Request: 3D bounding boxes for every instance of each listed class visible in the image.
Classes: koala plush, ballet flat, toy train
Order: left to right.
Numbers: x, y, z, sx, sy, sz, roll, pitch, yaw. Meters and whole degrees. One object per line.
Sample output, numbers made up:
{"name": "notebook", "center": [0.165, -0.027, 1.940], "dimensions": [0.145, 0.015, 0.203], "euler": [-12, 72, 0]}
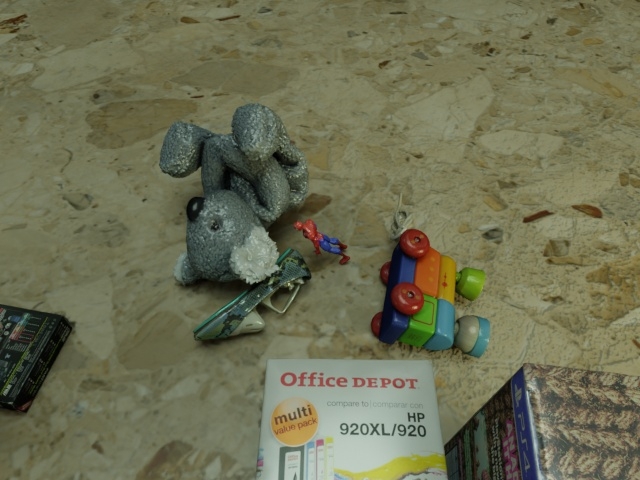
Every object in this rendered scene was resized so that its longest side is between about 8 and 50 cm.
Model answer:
{"name": "koala plush", "center": [-0.119, -0.038, 0.678], "dimensions": [0.196, 0.203, 0.221], "euler": [-6, 61, 31]}
{"name": "ballet flat", "center": [-0.083, 0.086, 0.653], "dimensions": [0.070, 0.070, 0.188], "euler": [38, 64, 23]}
{"name": "toy train", "center": [0.166, 0.039, 0.678], "dimensions": [0.143, 0.105, 0.248], "euler": [18, 54, -2]}

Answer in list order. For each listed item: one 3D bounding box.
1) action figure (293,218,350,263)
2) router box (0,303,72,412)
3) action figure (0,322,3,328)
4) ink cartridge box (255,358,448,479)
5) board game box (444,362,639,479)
{"name": "action figure", "center": [0.000, 0.000, 0.693], "dimensions": [0.030, 0.115, 0.038], "euler": [-24, 52, 25]}
{"name": "router box", "center": [-0.391, 0.146, 0.605], "dimensions": [0.092, 0.038, 0.122], "euler": [10, 53, 4]}
{"name": "action figure", "center": [-0.503, 0.140, 0.441], "dimensions": [0.370, 0.276, 0.248], "euler": [-22, 45, 11]}
{"name": "ink cartridge box", "center": [0.025, 0.253, 0.464], "dimensions": [0.171, 0.168, 0.233], "euler": [1, 53, -1]}
{"name": "board game box", "center": [0.196, 0.269, 0.385], "dimensions": [0.141, 0.291, 0.232], "euler": [6, 54, 2]}
